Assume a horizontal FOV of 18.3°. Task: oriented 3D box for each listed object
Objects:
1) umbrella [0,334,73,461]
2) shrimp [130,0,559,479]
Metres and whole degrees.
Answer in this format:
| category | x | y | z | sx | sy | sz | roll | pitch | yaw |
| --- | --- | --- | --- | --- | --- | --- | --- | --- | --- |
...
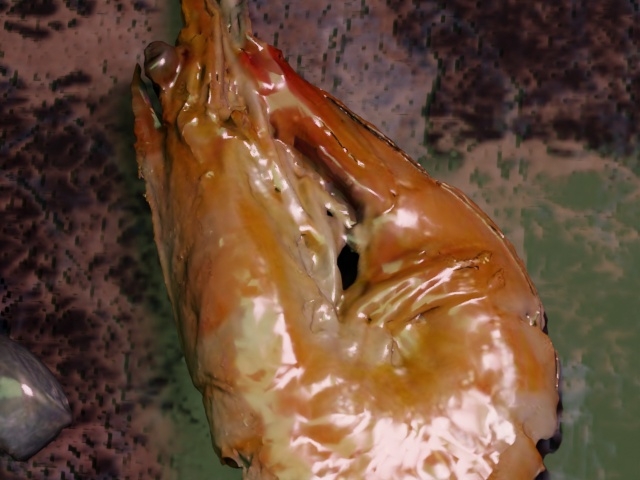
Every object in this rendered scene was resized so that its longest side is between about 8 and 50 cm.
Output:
| category | x | y | z | sx | sy | sz | roll | pitch | yaw |
| --- | --- | --- | --- | --- | --- | --- | --- | --- | --- |
| umbrella | -0.238 | 0.171 | 0.830 | 0.349 | 0.094 | 0.143 | -44 | 90 | 3 |
| shrimp | 0.000 | 0.000 | 0.853 | 0.154 | 0.062 | 0.294 | -22 | 74 | -8 |
